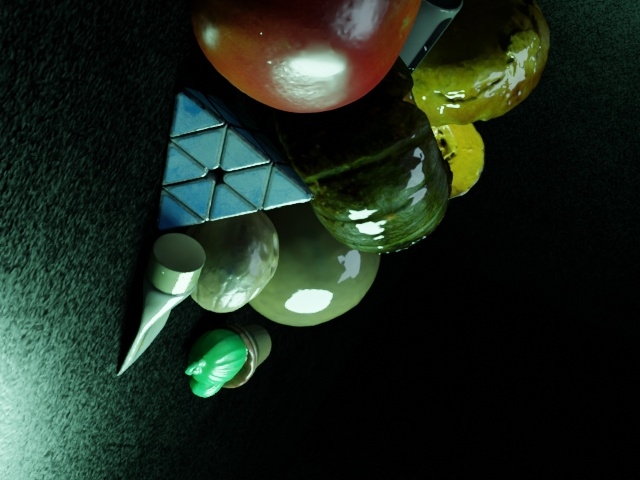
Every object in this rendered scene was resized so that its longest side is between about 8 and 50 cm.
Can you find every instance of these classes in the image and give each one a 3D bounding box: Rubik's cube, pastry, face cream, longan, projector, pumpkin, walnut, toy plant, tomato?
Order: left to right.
[{"bbox_3d":[-0.217,0.089,1.323,0.114,0.070,0.224,-52,171,-48],"label":"face cream"},{"bbox_3d":[-0.154,-0.107,1.192,0.190,0.211,0.178,-40,141,-5],"label":"Rubik's cube"},{"bbox_3d":[-0.170,0.203,1.659,0.200,0.105,0.143,-17,148,-51],"label":"toy plant"},{"bbox_3d":[-0.129,0.021,1.370,0.140,0.140,0.162,-34,128,-69],"label":"walnut"},{"bbox_3d":[-0.026,0.005,1.534,0.258,0.258,0.258,-60,167,-23],"label":"longan"},{"bbox_3d":[-0.007,-0.277,1.077,0.298,0.226,0.298,-58,168,-19],"label":"tomato"},{"bbox_3d":[0.059,-0.129,1.321,0.192,0.320,0.320,-25,170,7],"label":"pumpkin"},{"bbox_3d":[0.080,-0.261,1.478,0.337,0.108,0.108,-52,180,41],"label":"projector"},{"bbox_3d":[0.161,-0.133,1.982,0.325,0.242,0.232,-16,178,-20],"label":"pumpkin"},{"bbox_3d":[0.266,-0.363,1.869,0.356,0.356,0.163,-59,148,-30],"label":"pastry"}]
